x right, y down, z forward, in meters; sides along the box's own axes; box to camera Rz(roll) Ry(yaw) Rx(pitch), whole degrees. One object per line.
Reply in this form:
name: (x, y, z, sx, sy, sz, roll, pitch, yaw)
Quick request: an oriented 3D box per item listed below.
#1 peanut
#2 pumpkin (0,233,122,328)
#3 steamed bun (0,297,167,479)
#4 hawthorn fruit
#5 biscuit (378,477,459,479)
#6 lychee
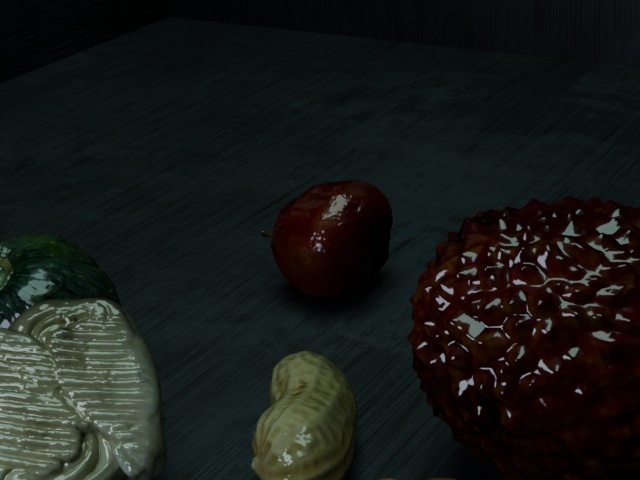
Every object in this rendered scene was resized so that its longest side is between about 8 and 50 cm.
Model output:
peanut: (-0.022, 0.264, 1.699, 0.153, 0.140, 0.325, -20, 23, 8)
pumpkin: (-0.452, 0.151, 1.887, 0.293, 0.263, 0.197, -32, 44, -20)
steamed bun: (-0.372, 0.262, 1.675, 0.310, 0.219, 0.324, -22, 63, -18)
hawthorn fruit: (0.000, 0.000, 2.186, 0.266, 0.210, 0.230, -5, 35, 34)
biscuit: (0.130, 0.372, 1.561, 0.225, 0.036, 0.166, -9, 26, -15)
lychee: (0.360, 0.140, 1.590, 0.500, 0.424, 0.424, 17, 19, -21)
